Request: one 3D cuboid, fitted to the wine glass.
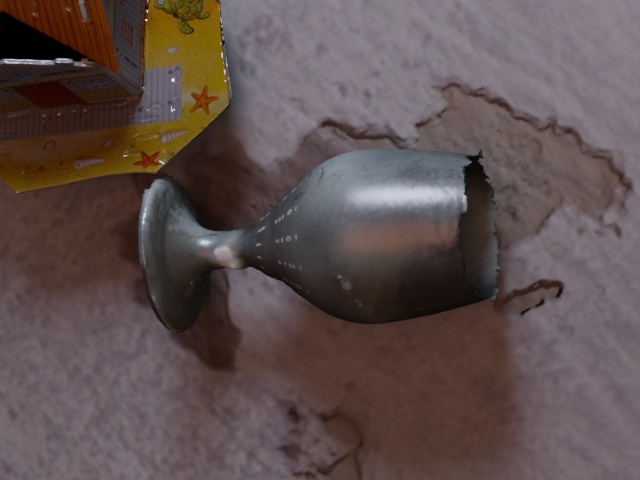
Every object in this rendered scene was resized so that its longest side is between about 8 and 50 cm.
[{"bbox_3d":[0.000,0.000,1.269,0.241,0.126,0.126,-7,93,18],"label":"wine glass"}]

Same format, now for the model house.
[{"bbox_3d":[-0.186,-0.155,1.272,0.219,0.136,0.207,-4,73,19],"label":"model house"}]
